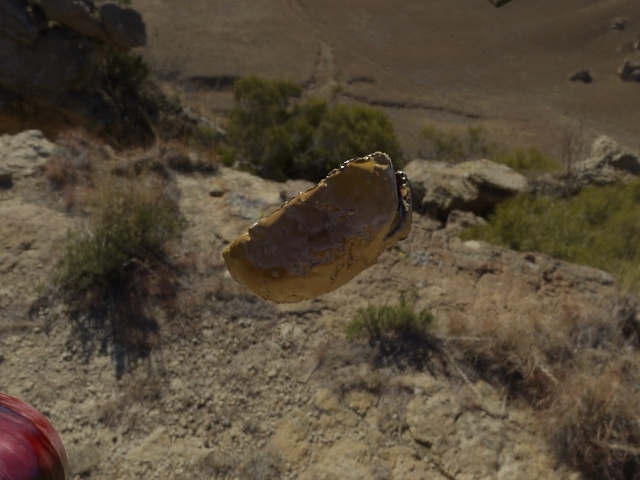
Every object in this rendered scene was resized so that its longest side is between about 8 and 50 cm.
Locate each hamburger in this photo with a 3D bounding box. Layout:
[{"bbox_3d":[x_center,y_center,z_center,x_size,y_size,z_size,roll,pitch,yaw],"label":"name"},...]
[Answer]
[{"bbox_3d":[0.000,0.000,0.826,0.124,0.262,0.131,29,35,-60],"label":"hamburger"}]

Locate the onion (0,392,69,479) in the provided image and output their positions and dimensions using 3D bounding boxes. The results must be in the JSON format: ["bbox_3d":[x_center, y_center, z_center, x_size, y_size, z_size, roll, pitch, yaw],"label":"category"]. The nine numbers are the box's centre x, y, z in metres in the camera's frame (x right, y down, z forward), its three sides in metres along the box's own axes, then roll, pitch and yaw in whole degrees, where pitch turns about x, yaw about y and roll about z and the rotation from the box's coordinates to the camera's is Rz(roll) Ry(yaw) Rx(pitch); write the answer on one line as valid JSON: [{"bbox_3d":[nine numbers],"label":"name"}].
[{"bbox_3d":[-0.331,0.203,0.454,0.285,0.273,0.273,48,36,-6],"label":"onion"}]

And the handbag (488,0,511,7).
[{"bbox_3d":[0.119,-0.267,0.354,0.302,0.283,0.149,-31,45,-6],"label":"handbag"}]
